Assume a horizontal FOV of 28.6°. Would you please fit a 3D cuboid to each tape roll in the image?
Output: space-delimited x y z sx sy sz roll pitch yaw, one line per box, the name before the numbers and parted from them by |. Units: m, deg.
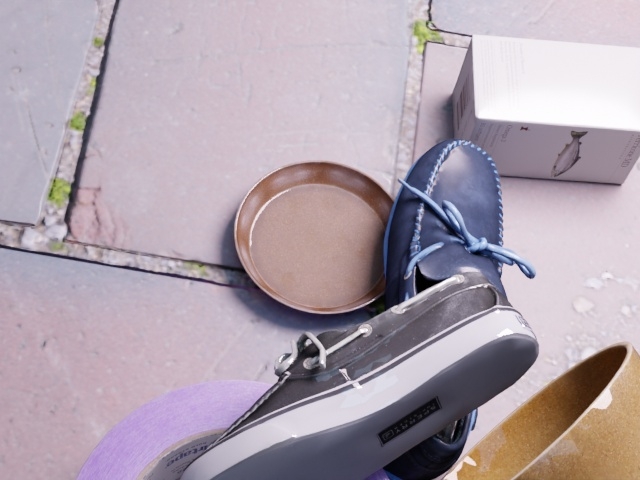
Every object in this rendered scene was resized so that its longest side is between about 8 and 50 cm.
tape roll | -0.072 0.257 1.028 0.275 0.090 0.274 4 61 -6

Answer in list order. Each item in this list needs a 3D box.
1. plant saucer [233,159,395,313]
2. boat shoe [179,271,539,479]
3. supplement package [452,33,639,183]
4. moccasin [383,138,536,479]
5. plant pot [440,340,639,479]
plant saucer | 0.000 0.000 1.213 0.169 0.029 0.168 3 61 -5
boat shoe | 0.018 0.117 0.996 0.306 0.113 0.105 -31 51 -4
supplement package | 0.232 -0.131 1.271 0.179 0.105 0.105 3 61 -5
moccasin | 0.129 0.055 1.137 0.138 0.117 0.342 16 64 -19
plant pot | 0.240 0.255 1.013 0.237 0.237 0.254 -39 88 -24
